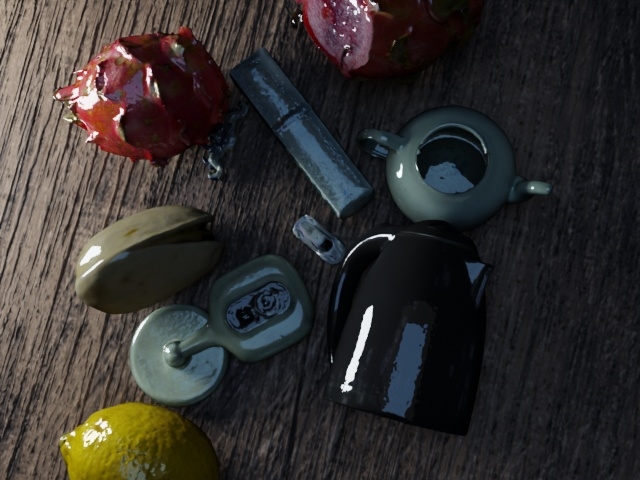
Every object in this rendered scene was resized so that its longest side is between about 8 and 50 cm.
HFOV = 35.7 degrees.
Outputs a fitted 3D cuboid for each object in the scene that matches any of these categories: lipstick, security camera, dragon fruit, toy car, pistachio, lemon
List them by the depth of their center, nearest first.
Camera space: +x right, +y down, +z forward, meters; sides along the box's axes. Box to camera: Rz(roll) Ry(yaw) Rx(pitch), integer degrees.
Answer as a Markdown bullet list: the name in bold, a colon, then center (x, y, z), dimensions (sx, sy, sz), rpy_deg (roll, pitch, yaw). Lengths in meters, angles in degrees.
- **lemon**: center (-0.253, 0.328, 1.421), dimensions (0.257, 0.188, 0.188), rpy_deg (24, 84, 3)
- **dragon fruit**: center (0.121, -0.364, 1.470), dimensions (0.291, 0.269, 0.250), rpy_deg (-31, 69, -35)
- **dragon fruit**: center (-0.269, -0.213, 1.491), dimensions (0.268, 0.205, 0.210), rpy_deg (-4, 81, 5)
- **pistachio**: center (-0.258, 0.025, 1.493), dimensions (0.238, 0.153, 0.137), rpy_deg (-24, 90, -26)
- **security camera**: center (-0.155, 0.138, 1.499), dimensions (0.302, 0.080, 0.157), rpy_deg (-29, 81, 3)
- **lipstick**: center (-0.026, -0.162, 1.528), dimensions (0.076, 0.077, 0.289), rpy_deg (-38, 81, -2)
- **toy car**: center (0.000, 0.000, 1.528), dimensions (0.093, 0.025, 0.041), rpy_deg (39, 88, 9)

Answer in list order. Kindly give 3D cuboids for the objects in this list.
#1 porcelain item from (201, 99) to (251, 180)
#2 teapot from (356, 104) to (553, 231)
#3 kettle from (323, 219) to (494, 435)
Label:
- **porcelain item**: center (-0.167, -0.166, 1.569), dimensions (0.075, 0.021, 0.136), rpy_deg (20, 83, 12)
- **teapot**: center (0.192, -0.109, 1.476), dimensions (0.294, 0.129, 0.193), rpy_deg (19, 83, 7)
- **kettle**: center (0.113, 0.108, 1.425), dimensions (0.268, 0.207, 0.290), rpy_deg (8, 82, 41)
